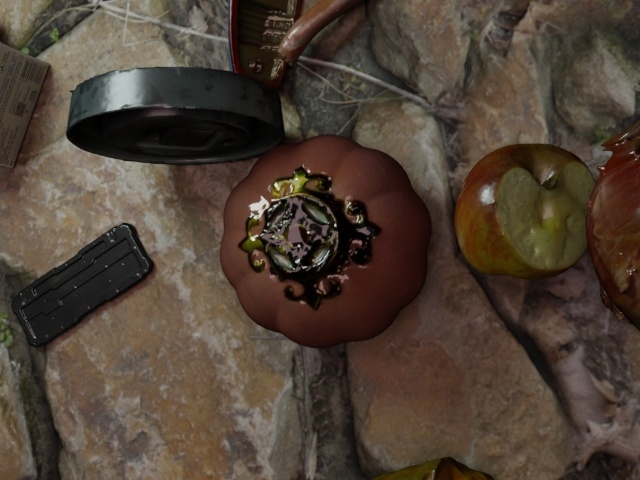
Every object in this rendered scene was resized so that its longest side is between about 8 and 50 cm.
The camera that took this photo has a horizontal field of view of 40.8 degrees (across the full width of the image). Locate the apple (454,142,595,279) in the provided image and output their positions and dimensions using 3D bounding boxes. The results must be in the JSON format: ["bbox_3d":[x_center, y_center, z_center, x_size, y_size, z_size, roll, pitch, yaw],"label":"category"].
[{"bbox_3d":[0.270,-0.041,1.158,0.195,0.160,0.173,-11,108,-25],"label":"apple"}]

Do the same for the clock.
[{"bbox_3d":[-0.204,-0.171,1.231,0.313,0.312,0.061,-4,81,16],"label":"clock"}]

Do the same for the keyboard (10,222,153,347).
[{"bbox_3d":[-0.398,0.074,1.425,0.262,0.016,0.106,-33,79,12],"label":"keyboard"}]

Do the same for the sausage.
[{"bbox_3d":[0.006,-0.338,1.303,0.177,0.047,0.040,-40,53,-1],"label":"sausage"}]

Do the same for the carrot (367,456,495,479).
[{"bbox_3d":[0.109,0.432,1.146,0.341,0.241,0.241,-20,82,15],"label":"carrot"}]

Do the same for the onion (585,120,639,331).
[{"bbox_3d":[0.470,-0.008,1.011,0.354,0.353,0.353,-1,87,16],"label":"onion"}]

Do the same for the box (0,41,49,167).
[{"bbox_3d":[-0.543,-0.227,1.418,0.073,0.139,0.194,21,93,16],"label":"box"}]

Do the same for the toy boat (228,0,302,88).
[{"bbox_3d":[-0.085,-0.429,1.315,0.079,0.136,0.392,6,90,48],"label":"toy boat"}]

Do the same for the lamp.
[{"bbox_3d":[0.000,0.000,1.196,0.305,0.239,0.305,-1,86,16],"label":"lamp"}]
